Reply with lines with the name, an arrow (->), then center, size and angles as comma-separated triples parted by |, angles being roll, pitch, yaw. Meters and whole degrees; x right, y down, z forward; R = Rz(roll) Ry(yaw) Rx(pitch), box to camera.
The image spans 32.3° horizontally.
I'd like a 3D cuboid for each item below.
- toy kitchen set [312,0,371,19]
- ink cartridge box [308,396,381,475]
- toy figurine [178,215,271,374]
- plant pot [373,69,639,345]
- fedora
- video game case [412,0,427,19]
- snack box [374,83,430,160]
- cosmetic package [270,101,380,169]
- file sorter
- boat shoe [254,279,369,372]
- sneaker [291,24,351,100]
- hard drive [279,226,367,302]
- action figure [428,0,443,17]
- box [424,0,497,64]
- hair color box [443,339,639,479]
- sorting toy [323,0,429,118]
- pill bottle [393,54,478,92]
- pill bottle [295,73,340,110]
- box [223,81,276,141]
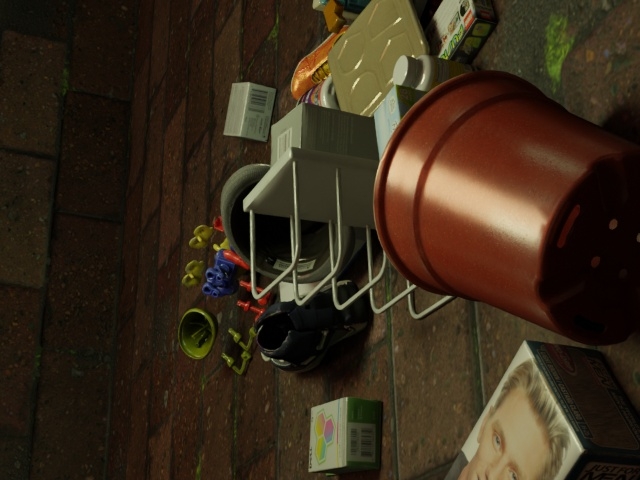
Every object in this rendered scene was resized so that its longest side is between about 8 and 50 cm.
toy kitchen set -> 0.083, -0.511, 1.939 | 0.166, 0.122, 0.207 | 170, 108, -68
ink cartridge box -> 0.027, 0.323, 1.803 | 0.209, 0.062, 0.109 | 148, 128, -63
toy figurine -> -0.171, 0.078, 2.389 | 0.217, 0.191, 0.362 | -58, -15, -57
plant pot -> 0.237, -0.026, 1.180 | 0.265, 0.272, 0.272 | 34, 113, 59
fedora -> -0.042, -0.054, 1.879 | 0.124, 0.244, 0.275 | -60, -6, -43
video game case -> 0.150, -0.439, 1.812 | 0.201, 0.023, 0.183 | 110, 162, -58
snack box -> 0.180, -0.093, 1.395 | 0.070, 0.207, 0.174 | 126, 146, -49
cosmetic package -> 0.054, -0.127, 1.694 | 0.127, 0.238, 0.107 | 153, 121, -61
file sorter -> 0.051, -0.001, 1.590 | 0.193, 0.278, 0.173 | 137, 136, -58
boat shoe -> -0.061, 0.163, 1.927 | 0.340, 0.158, 0.127 | -45, 62, 56
sneaker -> 0.007, -0.333, 2.065 | 0.175, 0.064, 0.067 | -50, 22, 8
hard drive -> 0.000, 0.000, 2.042 | 0.318, 0.040, 0.210 | 126, 147, -48
action figure -> 0.189, -0.412, 1.759 | 0.038, 0.030, 0.115 | -154, 72, -65
box -> 0.193, -0.297, 1.684 | 0.207, 0.036, 0.114 | 123, 149, -46
hair color box -> 0.226, 0.299, 1.249 | 0.174, 0.105, 0.347 | -110, 37, -52
sorting toy -> 0.086, -0.333, 1.819 | 0.229, 0.041, 0.307 | -50, 38, 37
pill bottle -> 0.168, -0.235, 1.611 | 0.065, 0.116, 0.065 | -170, 90, -69
pill bottle -> 0.018, -0.235, 2.005 | 0.193, 0.108, 0.108 | 159, 118, -66
box -> -0.163, -0.295, 2.541 | 0.137, 0.072, 0.126 | -162, 82, -68
